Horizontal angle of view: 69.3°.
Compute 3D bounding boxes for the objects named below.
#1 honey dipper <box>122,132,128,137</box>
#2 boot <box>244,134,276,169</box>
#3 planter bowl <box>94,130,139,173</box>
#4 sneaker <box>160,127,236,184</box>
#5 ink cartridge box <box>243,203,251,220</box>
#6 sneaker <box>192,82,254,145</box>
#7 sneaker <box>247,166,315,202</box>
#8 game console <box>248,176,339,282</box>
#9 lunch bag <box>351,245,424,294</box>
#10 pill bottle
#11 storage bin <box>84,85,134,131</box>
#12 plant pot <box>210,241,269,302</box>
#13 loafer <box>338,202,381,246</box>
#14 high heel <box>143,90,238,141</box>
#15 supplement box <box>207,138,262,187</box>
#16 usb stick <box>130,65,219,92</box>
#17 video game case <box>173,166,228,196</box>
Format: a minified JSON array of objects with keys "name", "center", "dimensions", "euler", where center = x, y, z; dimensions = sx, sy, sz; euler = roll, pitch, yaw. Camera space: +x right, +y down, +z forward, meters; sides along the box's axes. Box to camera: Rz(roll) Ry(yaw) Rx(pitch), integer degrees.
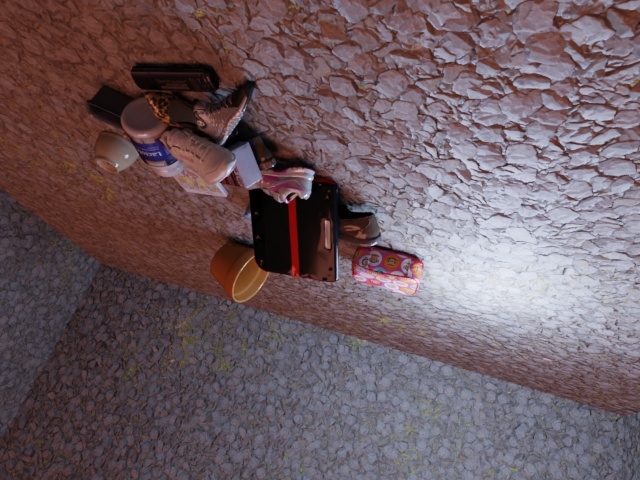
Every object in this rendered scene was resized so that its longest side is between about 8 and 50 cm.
[{"name":"honey dipper","center":[-0.623,-0.361,1.557],"dimensions":[0.031,0.030,0.160],"euler":[22,-159,-4]},{"name":"boot","center":[-0.229,-0.291,1.510],"dimensions":[0.219,0.082,0.106],"euler":[10,130,49]},{"name":"planter bowl","center":[-0.804,-0.330,1.801],"dimensions":[0.162,0.109,0.162],"euler":[16,157,7]},{"name":"sneaker","center":[-0.367,-0.251,1.358],"dimensions":[0.305,0.114,0.152],"euler":[24,172,42]},{"name":"ink cartridge box","center":[-0.214,-0.112,1.866],"dimensions":[0.104,0.061,0.181],"euler":[34,153,-30]},{"name":"sneaker","center":[-0.284,-0.368,1.282],"dimensions":[0.132,0.086,0.229],"euler":[29,135,-18]},{"name":"sneaker","center":[-0.141,-0.177,1.527],"dimensions":[0.253,0.111,0.103],"euler":[-1,180,22]},{"name":"game console","center":[-0.094,-0.045,1.662],"dimensions":[0.343,0.060,0.386],"euler":[7,115,20]},{"name":"lunch bag","center":[0.278,0.139,1.951],"dimensions":[0.294,0.120,0.258],"euler":[14,157,12]},{"name":"pill bottle","center":[-0.536,-0.331,1.529],"dimensions":[0.153,0.153,0.264],"euler":[17,157,7]},{"name":"storage bin","center":[-0.669,-0.428,1.499],"dimensions":[0.135,0.091,0.098],"euler":[24,156,-8]},{"name":"plant pot","center":[-0.418,0.141,2.348],"dimensions":[0.204,0.290,0.290],"euler":[29,161,21]},{"name":"loafer","center":[0.050,-0.087,1.675],"dimensions":[0.366,0.134,0.130],"euler":[13,119,20]},{"name":"high heel","center":[-0.373,-0.372,1.371],"dimensions":[0.186,0.093,0.261],"euler":[11,171,32]},{"name":"supplement box","center":[-0.302,-0.252,1.495],"dimensions":[0.240,0.073,0.130],"euler":[16,134,47]},{"name":"usb stick","center":[-0.412,-0.453,1.299],"dimensions":[0.278,0.045,0.077],"euler":[10,150,23]},{"name":"video game case","center":[-0.501,-0.253,1.833],"dimensions":[0.207,0.026,0.227],"euler":[9,154,23]}]
